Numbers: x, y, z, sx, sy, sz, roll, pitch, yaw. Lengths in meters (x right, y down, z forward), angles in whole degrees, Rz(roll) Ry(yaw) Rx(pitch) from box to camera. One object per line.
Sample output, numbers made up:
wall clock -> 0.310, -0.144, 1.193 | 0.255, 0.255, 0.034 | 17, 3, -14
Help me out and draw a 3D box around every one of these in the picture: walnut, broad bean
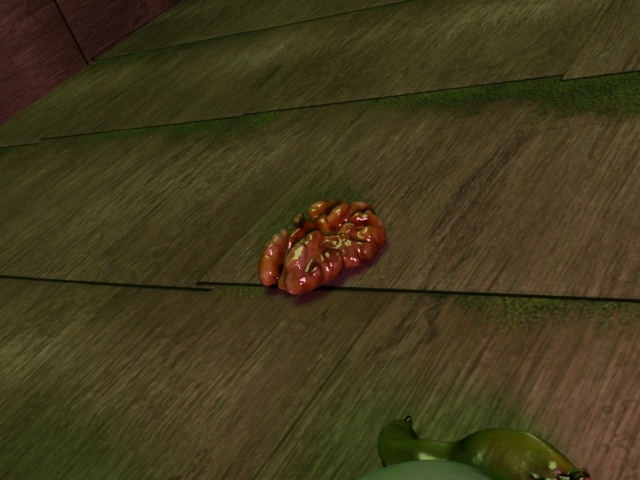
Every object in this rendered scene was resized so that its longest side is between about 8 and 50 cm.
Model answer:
walnut -> 0.000, 0.000, 1.130 | 0.170, 0.069, 0.143 | -38, 28, -30
broad bean -> 0.126, 0.180, 0.729 | 0.213, 0.048, 0.070 | 2, 38, 46

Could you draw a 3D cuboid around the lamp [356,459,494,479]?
lamp -> 0.085, 0.215, 0.612 | 0.246, 0.108, 0.179 | -4, 21, 30
